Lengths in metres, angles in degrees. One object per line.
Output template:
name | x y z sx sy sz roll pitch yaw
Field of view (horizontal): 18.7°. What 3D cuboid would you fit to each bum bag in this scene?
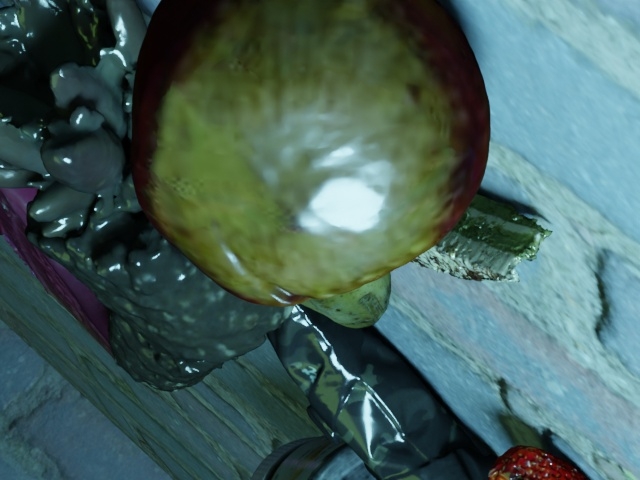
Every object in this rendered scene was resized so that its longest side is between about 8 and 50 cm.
bum bag | 0.055 0.148 1.615 0.340 0.095 0.144 48 -179 -2

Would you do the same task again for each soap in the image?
soap | -0.227 -0.004 1.951 0.220 0.127 0.325 44 167 17

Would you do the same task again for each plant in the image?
plant | -0.138 -0.060 1.464 0.182 0.194 0.320 14 151 44
plant | -0.120 0.052 1.770 0.142 0.131 0.203 51 154 4

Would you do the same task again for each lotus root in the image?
lotus root | 0.000 0.000 1.387 0.089 0.080 0.179 28 163 38

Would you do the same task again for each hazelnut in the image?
hazelnut | -0.003 -0.073 1.039 0.208 0.208 0.208 43 166 14

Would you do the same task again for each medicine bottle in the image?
medicine bottle | 0.027 0.264 1.858 0.165 0.165 0.273 48 165 -7

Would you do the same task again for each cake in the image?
cake | 0.092 0.000 1.182 0.140 0.051 0.055 29 162 51

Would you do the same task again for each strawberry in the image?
strawberry | 0.166 0.198 1.460 0.096 0.083 0.083 59 163 -14
